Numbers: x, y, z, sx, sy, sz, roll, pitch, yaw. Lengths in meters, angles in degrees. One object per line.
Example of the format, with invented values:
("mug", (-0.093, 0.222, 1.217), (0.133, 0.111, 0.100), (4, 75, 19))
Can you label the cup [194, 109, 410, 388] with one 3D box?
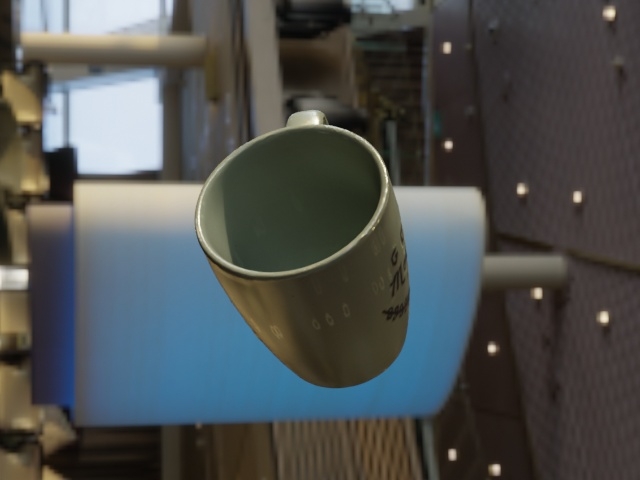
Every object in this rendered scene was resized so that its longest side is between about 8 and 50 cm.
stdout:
("cup", (0.000, 0.000, 1.376), (0.234, 0.186, 0.258), (68, 19, -50))
